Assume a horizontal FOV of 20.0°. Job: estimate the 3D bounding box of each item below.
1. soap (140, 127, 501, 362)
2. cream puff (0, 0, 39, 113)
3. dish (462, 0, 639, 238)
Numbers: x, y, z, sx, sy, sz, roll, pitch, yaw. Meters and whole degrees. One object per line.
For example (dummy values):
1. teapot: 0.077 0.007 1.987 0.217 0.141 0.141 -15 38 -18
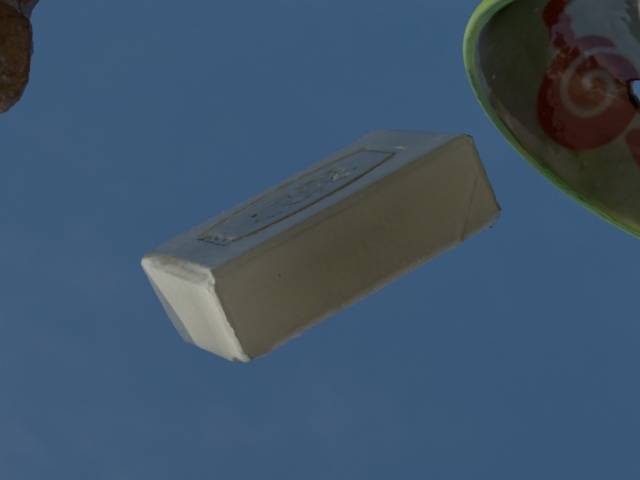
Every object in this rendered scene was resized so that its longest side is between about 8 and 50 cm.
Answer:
1. soap: 0.000 0.000 1.055 0.183 0.121 0.064 -29 -75 -19
2. cream puff: -0.369 -0.200 1.575 0.269 0.155 0.241 43 -161 23
3. dish: 0.261 -0.107 1.145 0.324 0.324 0.124 34 -110 -10
